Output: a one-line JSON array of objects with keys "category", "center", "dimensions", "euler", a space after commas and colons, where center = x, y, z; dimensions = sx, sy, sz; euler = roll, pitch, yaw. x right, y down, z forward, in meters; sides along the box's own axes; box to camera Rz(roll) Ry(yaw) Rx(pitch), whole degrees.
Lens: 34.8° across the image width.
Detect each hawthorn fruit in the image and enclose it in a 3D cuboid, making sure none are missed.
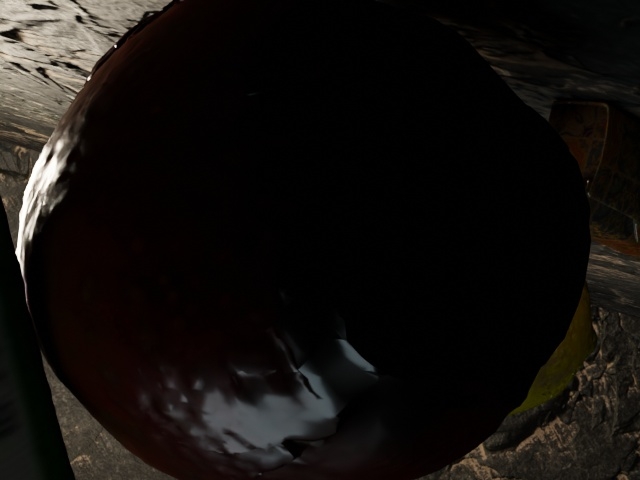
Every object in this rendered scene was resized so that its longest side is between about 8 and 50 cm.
[{"category": "hawthorn fruit", "center": [-0.014, 0.002, 0.547], "dimensions": [0.315, 0.316, 0.316], "euler": [16, 177, 1]}]

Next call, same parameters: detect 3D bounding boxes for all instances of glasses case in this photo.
[{"category": "glasses case", "center": [0.230, -0.026, 0.700], "dimensions": [0.218, 0.075, 0.049], "euler": [19, 173, -41]}]

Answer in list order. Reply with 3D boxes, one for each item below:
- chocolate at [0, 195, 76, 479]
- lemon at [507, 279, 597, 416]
[{"category": "chocolate", "center": [-0.272, -0.025, 0.534], "dimensions": [0.161, 0.360, 0.341], "euler": [-17, -158, -25]}, {"category": "lemon", "center": [0.190, 0.084, 1.233], "dimensions": [0.310, 0.258, 0.258], "euler": [19, 177, -3]}]
